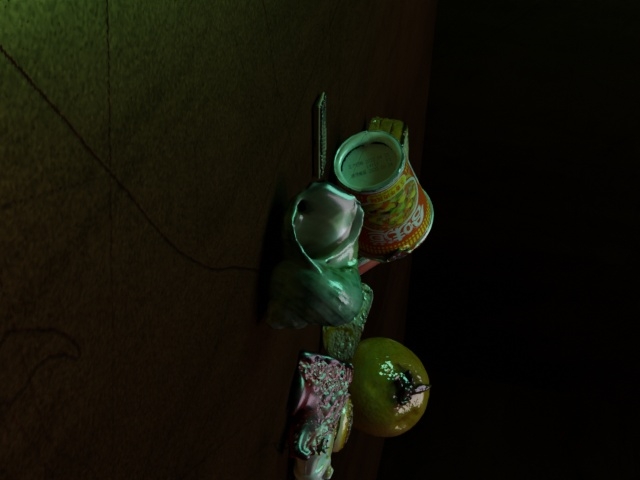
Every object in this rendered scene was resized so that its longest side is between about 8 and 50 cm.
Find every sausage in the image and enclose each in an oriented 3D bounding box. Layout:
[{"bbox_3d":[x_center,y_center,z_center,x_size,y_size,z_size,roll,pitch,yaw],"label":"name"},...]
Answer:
[{"bbox_3d":[0.074,0.056,1.533,0.253,0.034,0.034,-25,124,-59],"label":"sausage"}]

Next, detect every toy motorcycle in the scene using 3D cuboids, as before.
[{"bbox_3d":[-0.011,0.390,1.393,0.151,0.074,0.228,55,46,-71],"label":"toy motorcycle"}]

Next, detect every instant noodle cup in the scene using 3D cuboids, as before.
[{"bbox_3d":[0.107,-0.090,1.398,0.212,0.193,0.193,63,36,-59],"label":"instant noodle cup"}]

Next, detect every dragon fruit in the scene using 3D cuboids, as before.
[{"bbox_3d":[-0.003,0.286,1.296,0.122,0.092,0.192,84,18,-52],"label":"dragon fruit"}]

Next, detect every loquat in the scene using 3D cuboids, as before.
[{"bbox_3d":[0.142,0.334,1.722,0.244,0.244,0.244,9,90,-79],"label":"loquat"}]

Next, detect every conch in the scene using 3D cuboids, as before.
[{"bbox_3d":[-0.007,0.032,1.015,0.176,0.122,0.188,51,43,-47],"label":"conch"}]

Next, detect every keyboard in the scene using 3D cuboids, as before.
[{"bbox_3d":[0.001,-0.161,1.166,0.049,0.015,0.129,-68,163,-50],"label":"keyboard"}]

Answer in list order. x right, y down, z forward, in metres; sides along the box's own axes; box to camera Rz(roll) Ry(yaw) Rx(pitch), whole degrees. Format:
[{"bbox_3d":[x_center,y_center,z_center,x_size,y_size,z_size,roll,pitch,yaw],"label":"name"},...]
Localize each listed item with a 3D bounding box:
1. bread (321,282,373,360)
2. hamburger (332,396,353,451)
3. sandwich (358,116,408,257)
[{"bbox_3d":[0.054,0.151,1.503,0.094,0.083,0.157,-53,161,-71],"label":"bread"},{"bbox_3d":[0.026,0.370,1.536,0.141,0.081,0.126,56,44,-76],"label":"hamburger"},{"bbox_3d":[0.130,-0.095,1.675,0.273,0.095,0.249,78,25,-63],"label":"sandwich"}]
